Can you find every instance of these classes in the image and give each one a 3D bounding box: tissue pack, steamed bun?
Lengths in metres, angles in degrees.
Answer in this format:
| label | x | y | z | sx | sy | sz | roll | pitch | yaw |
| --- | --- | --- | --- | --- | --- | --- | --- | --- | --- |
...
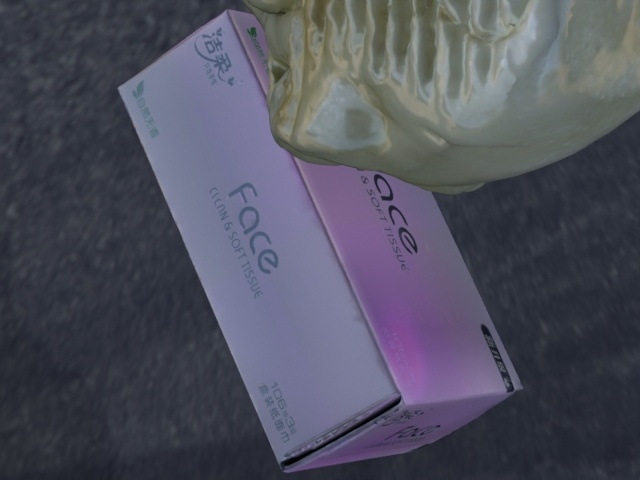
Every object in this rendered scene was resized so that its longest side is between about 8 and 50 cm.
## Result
| label | x | y | z | sx | sy | sz | roll | pitch | yaw |
| --- | --- | --- | --- | --- | --- | --- | --- | --- | --- |
| tissue pack | 0.000 | 0.000 | 1.111 | 0.092 | 0.148 | 0.246 | -32 | 74 | 28 |
| steamed bun | 0.068 | -0.157 | 0.869 | 0.203 | 0.289 | 0.276 | 7 | 89 | -39 |
